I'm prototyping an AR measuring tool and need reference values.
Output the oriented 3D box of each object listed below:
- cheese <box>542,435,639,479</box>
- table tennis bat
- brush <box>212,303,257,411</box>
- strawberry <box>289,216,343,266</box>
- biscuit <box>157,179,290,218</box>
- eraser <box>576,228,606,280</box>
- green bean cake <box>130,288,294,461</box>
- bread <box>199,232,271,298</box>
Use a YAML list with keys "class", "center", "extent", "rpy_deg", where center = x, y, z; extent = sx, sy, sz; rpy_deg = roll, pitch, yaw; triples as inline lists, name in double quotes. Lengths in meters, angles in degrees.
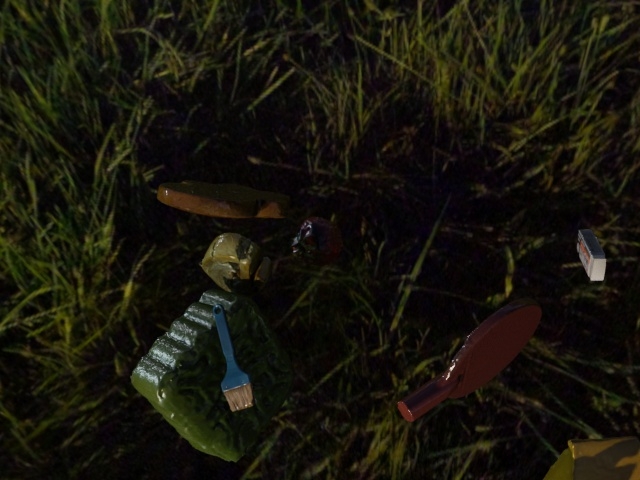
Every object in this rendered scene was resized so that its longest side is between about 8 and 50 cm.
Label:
- class: "cheese"
  center: [0.187, 0.196, 0.410]
  extent: [0.093, 0.171, 0.126]
  rpy_deg: [2, 21, -4]
- class: "table tennis bat"
  center: [0.344, 0.271, 1.386]
  extent: [0.414, 0.268, 0.051]
  rpy_deg: [-29, 51, -22]
- class: "brush"
  center: [-0.137, 0.175, 0.945]
  extent: [0.051, 0.014, 0.164]
  rpy_deg: [-22, 74, 18]
- class: "strawberry"
  center: [0.001, 0.001, 1.208]
  extent: [0.106, 0.106, 0.106]
  rpy_deg: [-4, 54, 6]
- class: "biscuit"
  center: [-0.140, -0.059, 0.912]
  extent: [0.179, 0.236, 0.039]
  rpy_deg: [15, 99, 21]
- class: "eraser"
  center: [0.537, 0.027, 1.238]
  extent: [0.029, 0.052, 0.122]
  rpy_deg: [-2, 28, 9]
- class: "green bean cake"
  center: [-0.165, 0.231, 1.046]
  extent: [0.125, 0.248, 0.222]
  rpy_deg: [11, 49, 43]
- class: "bread"
  center: [-0.147, 0.046, 1.080]
  extent: [0.117, 0.156, 0.064]
  rpy_deg: [36, 63, -4]
